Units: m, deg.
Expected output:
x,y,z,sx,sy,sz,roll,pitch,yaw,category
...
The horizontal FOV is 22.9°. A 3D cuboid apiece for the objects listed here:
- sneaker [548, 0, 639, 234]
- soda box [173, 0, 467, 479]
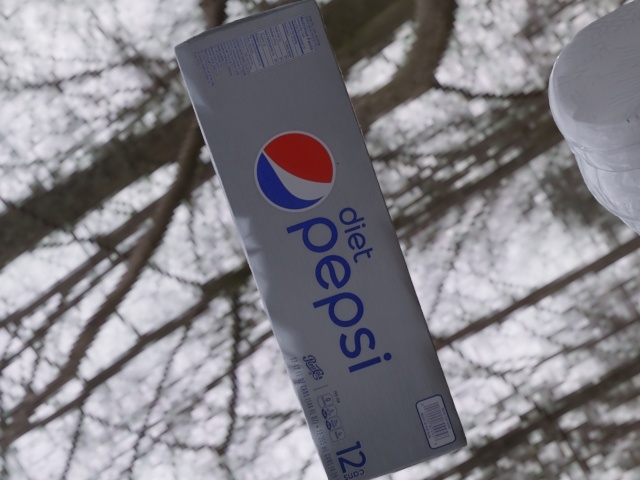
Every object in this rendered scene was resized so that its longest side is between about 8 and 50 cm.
x,y,z,sx,sy,sz,roll,pitch,yaw,category
0.186,-0.058,0.514,0.094,0.212,0.080,55,-156,-43,sneaker
0.000,0.000,0.971,0.098,0.091,0.286,-110,1,-83,soda box
